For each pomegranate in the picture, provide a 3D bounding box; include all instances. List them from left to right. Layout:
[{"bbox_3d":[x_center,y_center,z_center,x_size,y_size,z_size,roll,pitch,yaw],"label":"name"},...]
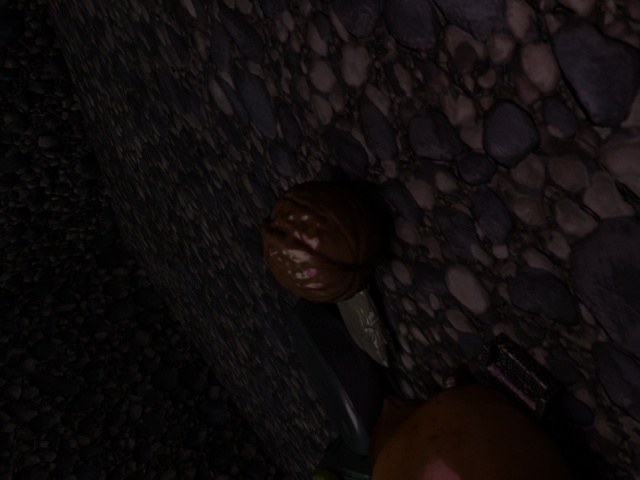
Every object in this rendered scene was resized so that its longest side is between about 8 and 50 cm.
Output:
[{"bbox_3d":[0.216,0.351,1.050,0.307,0.307,0.307,47,157,28],"label":"pomegranate"}]

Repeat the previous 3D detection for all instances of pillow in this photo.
[{"bbox_3d":[0.069,0.118,1.388,0.148,0.050,0.230,18,133,54],"label":"pillow"}]

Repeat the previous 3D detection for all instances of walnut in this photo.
[{"bbox_3d":[0.000,0.000,1.197,0.213,0.213,0.213,47,157,28],"label":"walnut"},{"bbox_3d":[0.190,0.406,1.298,0.298,0.203,0.203,55,159,5],"label":"walnut"}]

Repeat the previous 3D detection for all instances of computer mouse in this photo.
[{"bbox_3d":[0.040,0.269,1.560,0.371,0.121,0.188,57,158,26],"label":"computer mouse"}]

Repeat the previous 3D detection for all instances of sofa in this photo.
[{"bbox_3d":[0.276,0.188,1.018,0.118,0.039,0.060,44,154,34],"label":"sofa"}]

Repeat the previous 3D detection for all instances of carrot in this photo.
[{"bbox_3d":[0.255,0.293,1.207,0.191,0.047,0.047,62,159,-9],"label":"carrot"}]

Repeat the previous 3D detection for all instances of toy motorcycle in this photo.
[{"bbox_3d":[0.158,0.519,1.585,0.326,0.191,0.200,1,130,46],"label":"toy motorcycle"}]
